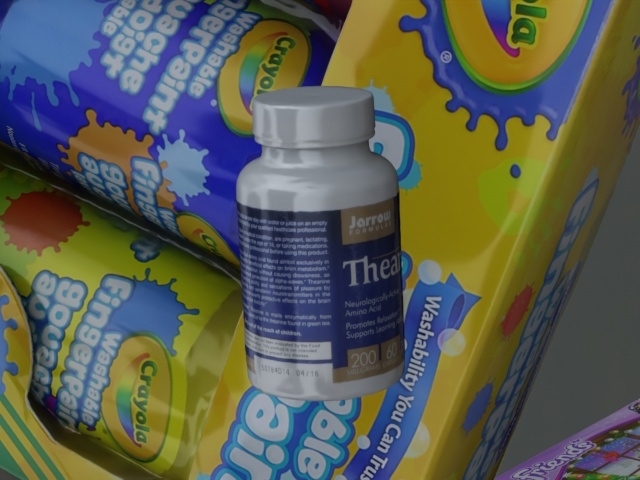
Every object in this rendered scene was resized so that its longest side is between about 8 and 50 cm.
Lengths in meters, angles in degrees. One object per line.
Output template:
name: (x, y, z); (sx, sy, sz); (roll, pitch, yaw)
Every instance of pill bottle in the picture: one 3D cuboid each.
pill bottle: (0.000, 0.000, 0.799); (0.067, 0.067, 0.120); (-155, 59, -62)

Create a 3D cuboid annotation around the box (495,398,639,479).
box: (0.263, 0.176, 1.403); (0.201, 0.293, 0.057); (8, 115, 51)

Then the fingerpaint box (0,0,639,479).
fingerpaint box: (-0.038, -0.065, 1.025); (0.371, 0.163, 0.445); (27, 111, 18)
